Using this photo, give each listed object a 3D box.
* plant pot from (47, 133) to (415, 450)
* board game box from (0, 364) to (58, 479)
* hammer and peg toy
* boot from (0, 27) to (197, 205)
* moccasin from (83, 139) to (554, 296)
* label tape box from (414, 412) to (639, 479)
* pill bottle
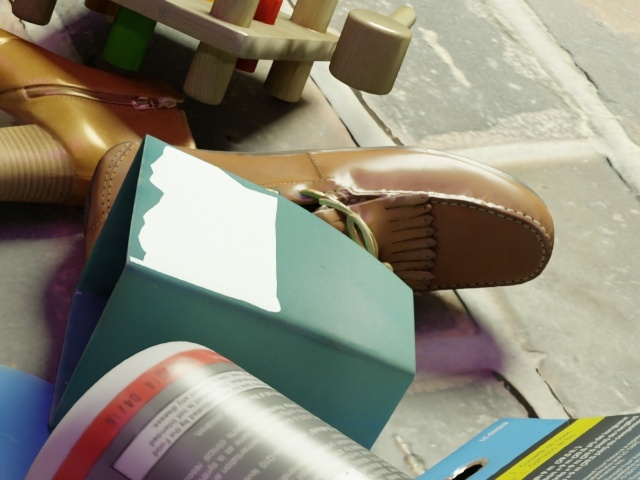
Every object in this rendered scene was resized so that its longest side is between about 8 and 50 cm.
[{"bbox_3d":[-0.057,0.067,1.427,0.234,0.166,0.165,21,34,-13],"label":"plant pot"},{"bbox_3d":[-0.239,0.146,1.372,0.133,0.033,0.168,27,26,13],"label":"board game box"},{"bbox_3d":[-0.078,-0.197,1.743,0.361,0.127,0.266,25,13,17],"label":"hammer and peg toy"},{"bbox_3d":[-0.240,-0.133,1.703,0.211,0.104,0.295,-6,45,-31],"label":"boot"},{"bbox_3d":[0.001,-0.002,1.553,0.380,0.139,0.147,7,41,-9],"label":"moccasin"},{"bbox_3d":[0.194,0.207,1.320,0.333,0.106,0.240,-11,13,47],"label":"label tape box"},{"bbox_3d":[0.001,0.233,1.178,0.363,0.210,0.210,30,40,24],"label":"pill bottle"}]
